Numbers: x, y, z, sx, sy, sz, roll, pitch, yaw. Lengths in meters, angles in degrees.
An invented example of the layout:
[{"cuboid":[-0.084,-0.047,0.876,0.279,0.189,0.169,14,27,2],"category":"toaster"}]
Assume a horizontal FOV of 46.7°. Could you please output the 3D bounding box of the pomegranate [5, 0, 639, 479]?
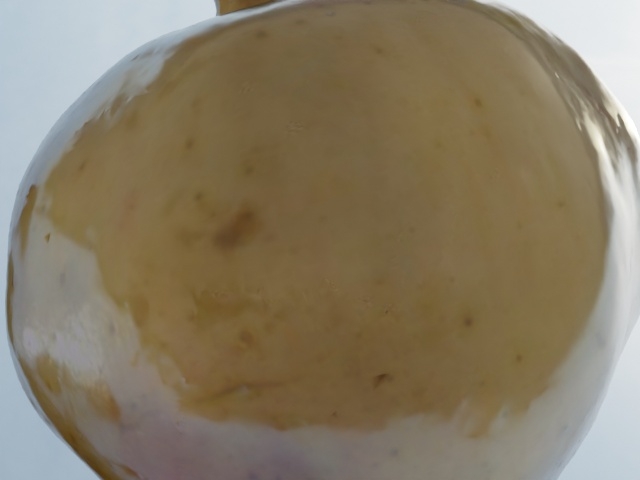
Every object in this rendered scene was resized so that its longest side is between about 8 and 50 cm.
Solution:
[{"cuboid":[0.000,0.000,0.491,0.411,0.412,0.412,7,-128,-9],"category":"pomegranate"}]
